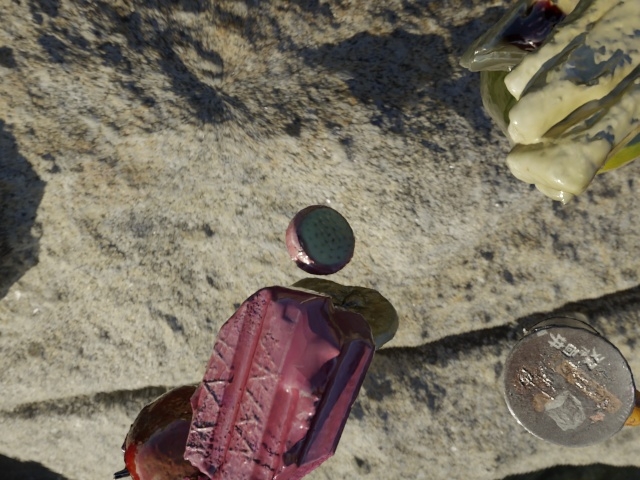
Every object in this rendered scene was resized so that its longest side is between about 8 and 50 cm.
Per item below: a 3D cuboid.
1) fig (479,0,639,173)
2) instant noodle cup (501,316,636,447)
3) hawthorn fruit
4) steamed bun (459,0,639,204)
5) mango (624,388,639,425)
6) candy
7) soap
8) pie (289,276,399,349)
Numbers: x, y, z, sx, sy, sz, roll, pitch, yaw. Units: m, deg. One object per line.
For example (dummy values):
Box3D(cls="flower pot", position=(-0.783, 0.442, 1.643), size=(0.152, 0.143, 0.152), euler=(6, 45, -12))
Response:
Box3D(cls="fig", position=(0.414, -0.274, 0.931), size=(0.343, 0.343, 0.343), euler=(-2, 104, -10))
Box3D(cls="instant noodle cup", position=(0.457, 0.244, 1.090), size=(0.217, 0.207, 0.218), euler=(1, 94, 21))
Box3D(cls="hawthorn fruit", position=(-0.310, 0.481, 1.363), size=(0.315, 0.316, 0.316), euler=(-2, 104, -10))
Box3D(cls="steamed bun", position=(0.290, -0.238, 0.587), size=(0.189, 0.247, 0.428), euler=(43, 86, 5))
Box3D(cls="mango", position=(0.739, 0.409, 1.465), size=(0.159, 0.084, 0.105), euler=(4, 104, 26))
Box3D(cls="candy", position=(0.000, 0.000, 0.827), size=(0.103, 0.043, 0.103), euler=(10, 68, -26))
Box3D(cls="soap", position=(-0.064, 0.213, 0.840), size=(0.127, 0.220, 0.325), euler=(6, 105, -55))
Box3D(cls="pie", position=(0.031, 0.136, 1.031), size=(0.218, 0.185, 0.052), euler=(12, 119, 1))
